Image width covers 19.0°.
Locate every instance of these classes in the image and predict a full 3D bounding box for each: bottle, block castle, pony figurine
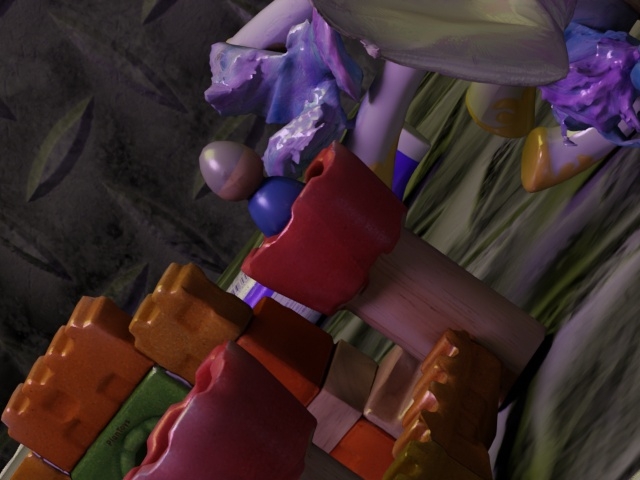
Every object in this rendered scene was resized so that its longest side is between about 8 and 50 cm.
[{"bbox_3d":[0.000,0.000,1.866,0.283,0.092,0.118,-53,6,10],"label":"bottle"},{"bbox_3d":[-0.099,0.176,1.002,0.453,0.213,0.303,-52,6,31],"label":"block castle"},{"bbox_3d":[0.081,-0.156,1.043,0.363,0.351,0.303,-47,42,51],"label":"pony figurine"}]

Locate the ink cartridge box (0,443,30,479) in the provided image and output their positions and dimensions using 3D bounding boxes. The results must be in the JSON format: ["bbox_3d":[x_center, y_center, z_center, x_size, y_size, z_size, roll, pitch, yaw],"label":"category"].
[{"bbox_3d":[-0.273,0.301,2.011,0.279,0.160,0.384,-57,6,-25],"label":"ink cartridge box"}]
